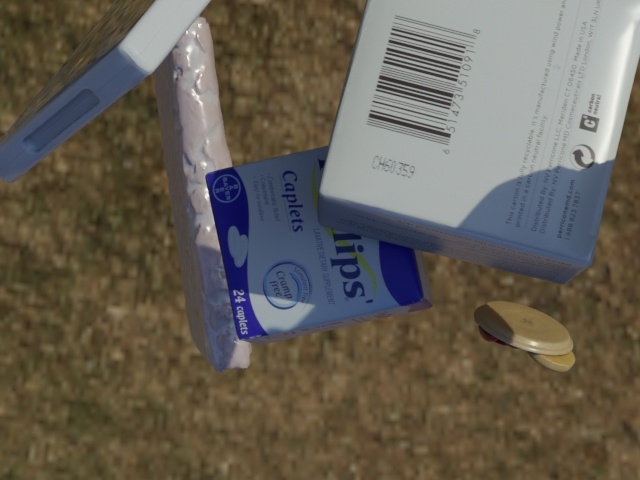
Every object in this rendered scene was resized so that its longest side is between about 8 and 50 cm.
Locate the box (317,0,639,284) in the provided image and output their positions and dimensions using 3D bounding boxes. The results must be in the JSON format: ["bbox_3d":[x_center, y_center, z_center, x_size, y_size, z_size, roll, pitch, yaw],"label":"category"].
[{"bbox_3d":[0.104,-0.082,1.196,0.182,0.181,0.119,14,173,1],"label":"box"}]

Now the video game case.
[{"bbox_3d":[-0.088,-0.145,1.047,0.026,0.227,0.206,43,149,-13],"label":"video game case"}]

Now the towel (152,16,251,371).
[{"bbox_3d":[-0.120,-0.048,1.821,0.053,0.317,0.331,-9,93,-7],"label":"towel"}]

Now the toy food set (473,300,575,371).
[{"bbox_3d":[0.157,0.071,1.407,0.083,0.082,0.020,16,110,-3],"label":"toy food set"}]

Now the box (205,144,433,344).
[{"bbox_3d":[0.000,0.000,1.305,0.137,0.126,0.072,-13,171,7],"label":"box"}]
